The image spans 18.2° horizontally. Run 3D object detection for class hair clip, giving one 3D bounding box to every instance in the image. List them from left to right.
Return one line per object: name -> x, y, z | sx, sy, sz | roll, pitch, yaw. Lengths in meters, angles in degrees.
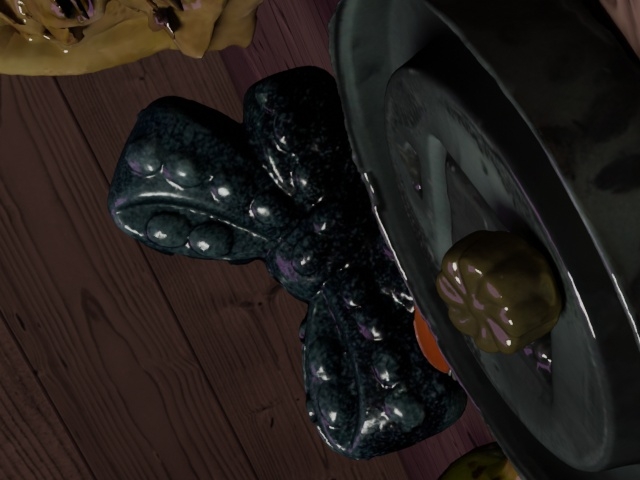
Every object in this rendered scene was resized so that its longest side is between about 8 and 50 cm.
hair clip -> 0.006, -0.002, 1.427 | 0.310, 0.206, 0.194 | 46, 176, 1

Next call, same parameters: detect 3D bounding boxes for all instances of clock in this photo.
clock -> 0.104, 0.005, 0.953 | 0.312, 0.061, 0.312 | 59, 166, 23

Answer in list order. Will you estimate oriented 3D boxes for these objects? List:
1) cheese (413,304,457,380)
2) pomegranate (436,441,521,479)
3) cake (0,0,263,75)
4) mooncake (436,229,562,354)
cheese -> 0.066, -0.030, 1.289 | 0.106, 0.037, 0.256 | 6, 108, 62
pomegranate -> 0.141, 0.196, 1.421 | 0.156, 0.156, 0.220 | -121, 10, -48
cake -> -0.137, -0.234, 1.018 | 0.332, 0.332, 0.321 | 65, 174, -19
mooncake -> 0.109, 0.010, 0.722 | 0.150, 0.057, 0.347 | 47, 169, 14
